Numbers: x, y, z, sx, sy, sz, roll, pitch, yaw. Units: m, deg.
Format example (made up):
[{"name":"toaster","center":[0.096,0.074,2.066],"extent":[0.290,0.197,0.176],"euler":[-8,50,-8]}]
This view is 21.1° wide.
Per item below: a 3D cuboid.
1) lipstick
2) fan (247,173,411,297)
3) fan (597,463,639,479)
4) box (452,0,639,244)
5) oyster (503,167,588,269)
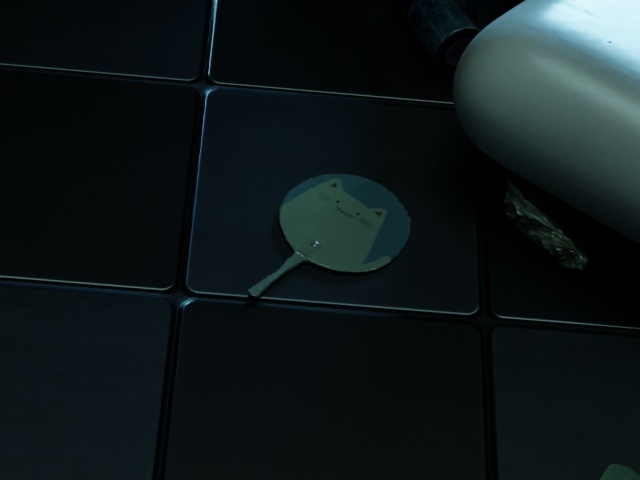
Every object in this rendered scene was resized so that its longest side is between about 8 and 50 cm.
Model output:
[{"name":"lipstick","center":[0.083,-0.252,1.655],"extent":[0.053,0.053,0.234],"euler":[-14,49,-18]},{"name":"fan","center":[0.000,0.000,1.445],"extent":[0.113,0.005,0.175],"euler":[36,52,22]},{"name":"fan","center":[0.180,0.230,1.255],"extent":[0.038,0.016,0.193],"euler":[33,52,19]},{"name":"box","center":[0.305,-0.105,1.466],"extent":[0.349,0.141,0.289],"euler":[32,38,20]},{"name":"oyster","center":[0.193,-0.023,1.479],"extent":[0.098,0.037,0.100],"euler":[33,29,-2]}]
